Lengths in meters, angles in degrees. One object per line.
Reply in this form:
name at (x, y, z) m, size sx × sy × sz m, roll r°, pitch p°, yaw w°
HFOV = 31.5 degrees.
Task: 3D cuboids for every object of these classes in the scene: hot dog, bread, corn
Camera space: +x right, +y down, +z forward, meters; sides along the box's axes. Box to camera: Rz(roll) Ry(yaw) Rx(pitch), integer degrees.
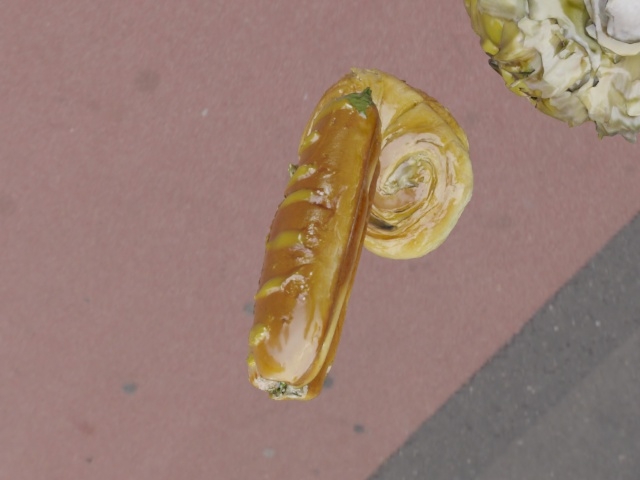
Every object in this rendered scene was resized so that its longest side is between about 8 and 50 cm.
hot dog at (0.000, 0.000, 0.879) m, size 0.072 × 0.269 × 0.115 m, roll 8°, pitch 147°, yaw 11°
bread at (0.083, -0.092, 1.402) m, size 0.236 × 0.120 × 0.198 m, roll 47°, pitch 124°, yaw 21°
corn at (0.112, -0.130, 0.457) m, size 0.115 × 0.318 × 0.115 m, roll 4°, pitch 118°, yaw 8°
